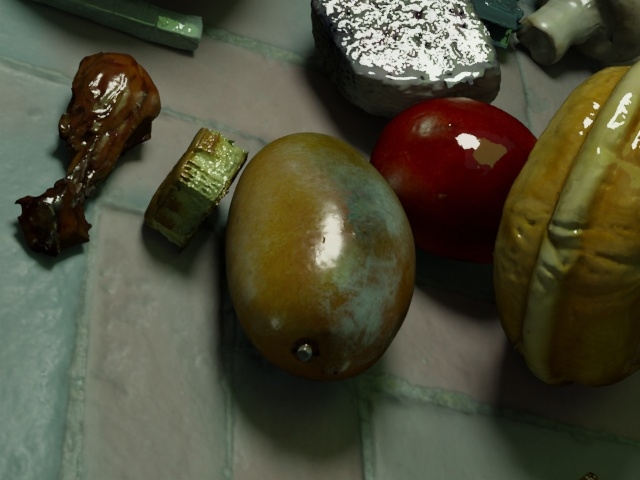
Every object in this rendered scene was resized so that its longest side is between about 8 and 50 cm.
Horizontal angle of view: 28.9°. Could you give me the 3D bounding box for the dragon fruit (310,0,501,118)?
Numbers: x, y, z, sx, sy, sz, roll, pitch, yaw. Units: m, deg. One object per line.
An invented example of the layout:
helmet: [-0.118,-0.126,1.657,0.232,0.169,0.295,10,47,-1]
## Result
dragon fruit: [0.105,-0.276,1.719,0.221,0.204,0.283,-20,71,-10]

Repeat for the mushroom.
mushroom: [0.423,-0.381,2.002,0.243,0.243,0.244,18,47,-20]

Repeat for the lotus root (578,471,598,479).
lotus root: [0.346,0.340,1.440,0.150,0.062,0.073,57,24,18]

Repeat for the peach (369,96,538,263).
peach: [0.181,-0.084,1.591,0.243,0.200,0.243,16,31,-10]

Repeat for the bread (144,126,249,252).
bread: [-0.139,-0.067,1.422,0.069,0.128,0.140,36,42,-7]

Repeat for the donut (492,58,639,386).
donut: [0.359,-0.019,1.496,0.198,0.449,0.449,23,38,25]

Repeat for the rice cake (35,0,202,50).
rice cake: [-0.269,-0.300,1.597,0.245,0.042,0.045,17,63,-22]

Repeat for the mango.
mango: [0.000,0.000,1.416,0.221,0.199,0.384,20,33,-12]

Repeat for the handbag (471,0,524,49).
handbag: [0.247,-0.412,1.992,0.179,0.062,0.229,19,46,-6]

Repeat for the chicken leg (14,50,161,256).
chicken leg: [-0.258,-0.103,1.415,0.113,0.093,0.304,33,47,-21]
